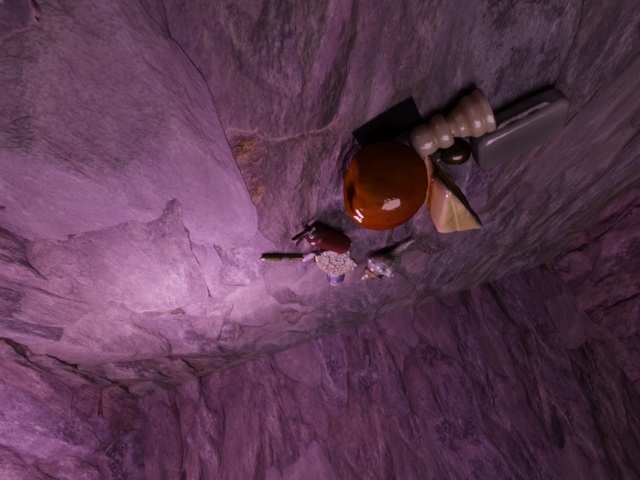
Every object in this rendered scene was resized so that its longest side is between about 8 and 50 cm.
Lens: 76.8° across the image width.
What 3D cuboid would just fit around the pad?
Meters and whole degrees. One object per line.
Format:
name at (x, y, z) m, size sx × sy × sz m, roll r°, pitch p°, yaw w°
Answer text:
pad at (0.247, -0.417, 1.481) m, size 0.243 × 0.004 × 0.163 m, roll -29°, pitch 151°, yaw 16°

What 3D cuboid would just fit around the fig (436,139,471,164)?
fig at (0.550, -0.357, 1.684) m, size 0.154 × 0.103 × 0.109 m, roll -28°, pitch 130°, yaw -3°

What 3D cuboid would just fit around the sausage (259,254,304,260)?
sausage at (-0.193, 0.090, 2.066) m, size 0.269 × 0.033 × 0.033 m, roll 1°, pitch 145°, yaw -36°

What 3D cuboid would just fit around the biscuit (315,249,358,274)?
biscuit at (0.092, 0.102, 2.197) m, size 0.265 × 0.040 × 0.188 m, roll 19°, pitch 109°, yaw -26°

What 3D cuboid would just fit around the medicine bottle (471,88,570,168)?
medicine bottle at (0.812, -0.451, 1.665) m, size 0.374 × 0.123 × 0.282 m, roll -27°, pitch 150°, yaw 11°

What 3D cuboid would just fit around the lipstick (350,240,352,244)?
lipstick at (0.121, 0.007, 2.135) m, size 0.107 × 0.025 × 0.025 m, roll 12°, pitch 139°, yaw -38°

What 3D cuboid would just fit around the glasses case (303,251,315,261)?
glasses case at (-0.063, 0.088, 2.161) m, size 0.083 × 0.021 × 0.032 m, roll -34°, pitch 147°, yaw 25°

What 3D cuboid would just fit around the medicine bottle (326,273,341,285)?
medicine bottle at (0.090, 0.193, 2.358) m, size 0.106 × 0.107 × 0.192 m, roll -16°, pitch 152°, yaw -8°

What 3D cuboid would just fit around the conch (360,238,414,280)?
conch at (0.406, 0.135, 2.413) m, size 0.385 × 0.170 × 0.203 m, roll -23°, pitch 178°, yaw 9°

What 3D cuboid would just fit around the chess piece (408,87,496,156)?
chess piece at (0.472, -0.413, 1.490) m, size 0.299 × 0.167 × 0.167 m, roll -25°, pitch 152°, yaw 18°

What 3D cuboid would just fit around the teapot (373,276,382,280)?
teapot at (0.382, 0.221, 2.632) m, size 0.129 × 0.078 × 0.098 m, roll -17°, pitch 152°, yaw -6°

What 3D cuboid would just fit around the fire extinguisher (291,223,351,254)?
fire extinguisher at (0.000, 0.000, 1.947) m, size 0.147 × 0.107 × 0.337 m, roll -46°, pitch 144°, yaw 20°

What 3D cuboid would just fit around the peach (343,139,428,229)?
peach at (0.252, -0.205, 1.524) m, size 0.301 × 0.343 × 0.343 m, roll 3°, pitch 147°, yaw -13°

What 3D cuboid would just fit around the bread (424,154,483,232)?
bread at (0.562, -0.226, 1.714) m, size 0.241 × 0.346 × 0.405 m, roll -11°, pitch 144°, yaw -1°
